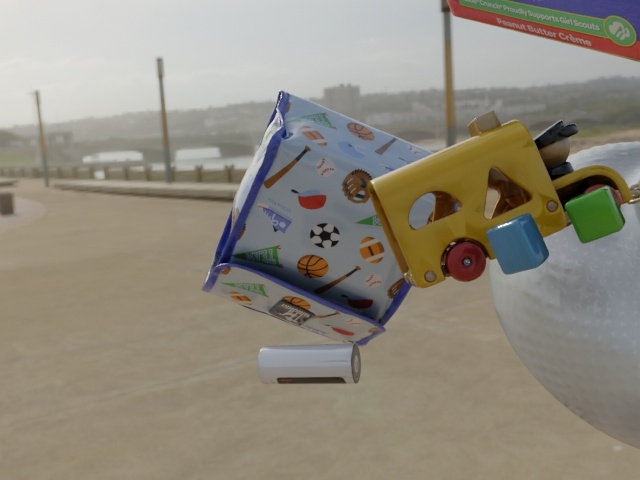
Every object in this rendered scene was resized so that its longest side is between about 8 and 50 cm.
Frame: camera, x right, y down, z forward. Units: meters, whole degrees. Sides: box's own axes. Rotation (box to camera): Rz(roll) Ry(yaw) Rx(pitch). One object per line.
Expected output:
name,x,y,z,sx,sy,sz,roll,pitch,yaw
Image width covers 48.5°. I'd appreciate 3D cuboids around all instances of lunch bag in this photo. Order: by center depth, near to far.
lunch bag,0.000,0.000,1.221,0.327,0.385,0.239,22,33,-11

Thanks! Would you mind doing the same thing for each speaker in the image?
speaker,-0.016,0.171,0.981,0.136,0.055,0.055,-3,8,15

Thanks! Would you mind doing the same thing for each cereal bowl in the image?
cereal bowl,0.345,0.027,0.681,0.338,0.339,0.141,-5,-35,-11

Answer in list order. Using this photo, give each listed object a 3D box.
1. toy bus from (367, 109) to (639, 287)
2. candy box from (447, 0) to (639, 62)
toy bus,0.133,-0.040,0.525,0.202,0.104,0.191,-23,-1,-45
candy box,0.300,-0.318,0.643,0.317,0.122,0.268,-40,41,-10
